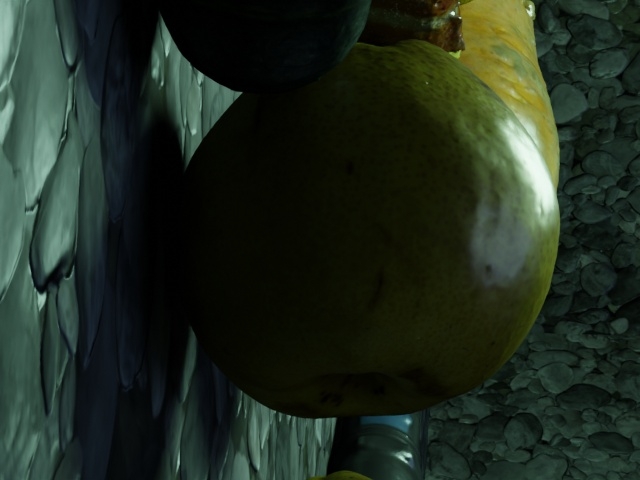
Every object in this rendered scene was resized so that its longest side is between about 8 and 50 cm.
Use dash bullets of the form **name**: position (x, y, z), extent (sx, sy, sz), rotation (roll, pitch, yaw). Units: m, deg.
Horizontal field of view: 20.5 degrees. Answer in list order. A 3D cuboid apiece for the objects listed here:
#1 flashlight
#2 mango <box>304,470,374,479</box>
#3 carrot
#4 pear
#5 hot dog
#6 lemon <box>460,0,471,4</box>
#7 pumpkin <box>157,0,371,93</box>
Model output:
- **flashlight**: position (0.063, 0.188, 1.868), extent (0.424, 0.103, 0.103), rotation (-81, 170, -60)
- **mango**: position (0.013, 0.273, 1.255), extent (0.166, 0.136, 0.236), rotation (106, -12, -50)
- **carrot**: position (0.142, -0.131, 1.902), extent (0.340, 0.224, 0.224), rotation (-84, 172, -47)
- **pear**: position (0.024, -0.010, 0.944), extent (0.209, 0.209, 0.209), rotation (1, 90, -84)
- **hot dog**: position (0.069, -0.236, 1.672), extent (0.103, 0.146, 0.213), rotation (-48, 149, -19)
- **lemon**: position (0.119, -0.338, 1.835), extent (0.187, 0.187, 0.244), rotation (82, 15, -56)
- **pumpkin**: position (-0.023, -0.156, 0.855), extent (0.167, 0.125, 0.167), rotation (-10, 90, -84)
